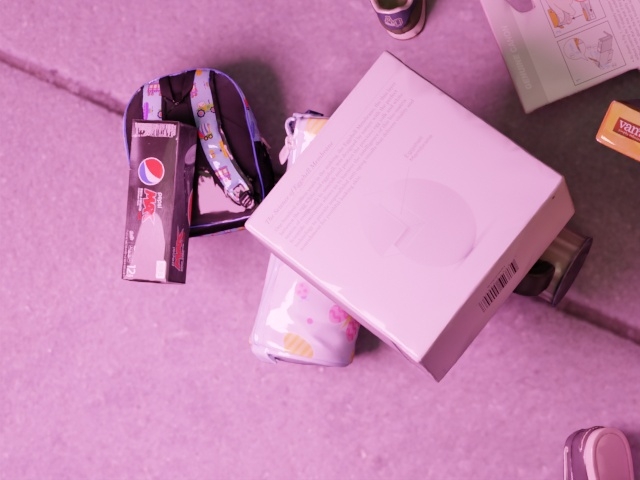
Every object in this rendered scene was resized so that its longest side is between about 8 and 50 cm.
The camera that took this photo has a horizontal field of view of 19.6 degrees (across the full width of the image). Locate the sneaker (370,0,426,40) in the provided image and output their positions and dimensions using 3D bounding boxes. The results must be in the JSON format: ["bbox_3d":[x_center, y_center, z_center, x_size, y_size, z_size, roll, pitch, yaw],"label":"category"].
[{"bbox_3d":[0.080,-0.316,1.990,0.064,0.086,0.192,-4,85,15],"label":"sneaker"}]

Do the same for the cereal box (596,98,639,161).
[{"bbox_3d":[0.375,-0.086,1.816,0.173,0.240,0.047,27,102,16],"label":"cereal box"}]

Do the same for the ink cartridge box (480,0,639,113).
[{"bbox_3d":[0.286,-0.309,1.945,0.261,0.066,0.296,-22,80,12],"label":"ink cartridge box"}]

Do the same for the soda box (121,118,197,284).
[{"bbox_3d":[-0.167,-0.039,1.930,0.053,0.060,0.169,4,88,17],"label":"soda box"}]

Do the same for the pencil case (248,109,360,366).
[{"bbox_3d":[0.000,0.000,1.969,0.113,0.124,0.273,10,91,40],"label":"pencil case"}]

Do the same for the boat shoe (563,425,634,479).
[{"bbox_3d":[0.286,0.294,1.919,0.065,0.075,0.206,-1,92,58],"label":"boat shoe"}]

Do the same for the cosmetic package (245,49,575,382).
[{"bbox_3d":[0.090,-0.022,1.819,0.225,0.138,0.224,38,87,18],"label":"cosmetic package"}]

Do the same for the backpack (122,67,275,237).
[{"bbox_3d":[-0.131,-0.094,2.016,0.158,0.117,0.173,-13,84,14],"label":"backpack"}]

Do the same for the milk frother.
[{"bbox_3d":[0.189,0.034,1.943,0.135,0.129,0.143,30,137,15],"label":"milk frother"}]
